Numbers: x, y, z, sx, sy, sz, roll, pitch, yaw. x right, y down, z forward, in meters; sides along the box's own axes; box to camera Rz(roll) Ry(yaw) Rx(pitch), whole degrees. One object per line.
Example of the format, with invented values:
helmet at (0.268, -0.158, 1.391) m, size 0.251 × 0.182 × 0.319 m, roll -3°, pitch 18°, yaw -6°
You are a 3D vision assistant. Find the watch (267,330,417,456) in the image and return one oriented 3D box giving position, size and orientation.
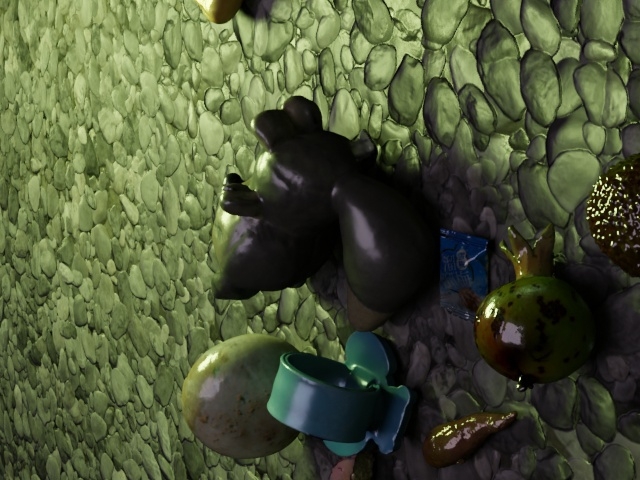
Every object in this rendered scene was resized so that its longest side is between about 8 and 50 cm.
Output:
watch at (0.023, 0.249, 1.814) m, size 0.211 × 0.193 × 0.211 m, roll -10°, pitch 76°, yaw 47°

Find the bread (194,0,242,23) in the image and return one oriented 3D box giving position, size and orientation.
bread at (-0.155, -0.535, 2.041) m, size 0.142 × 0.091 × 0.305 m, roll 49°, pitch 134°, yaw 28°

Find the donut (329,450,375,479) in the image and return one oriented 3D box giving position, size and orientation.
donut at (0.067, 0.437, 1.918) m, size 0.117 × 0.065 × 0.166 m, roll -34°, pitch 67°, yaw 50°

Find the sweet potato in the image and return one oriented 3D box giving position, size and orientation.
sweet potato at (0.206, 0.292, 1.692) m, size 0.226 × 0.068 × 0.068 m, roll -42°, pitch 62°, yaw 49°

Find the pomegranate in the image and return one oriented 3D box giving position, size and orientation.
pomegranate at (0.269, 0.085, 1.491) m, size 0.156 × 0.156 × 0.220 m, roll -29°, pitch 67°, yaw 54°

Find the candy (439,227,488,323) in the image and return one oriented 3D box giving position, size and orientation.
candy at (0.209, 0.054, 1.671) m, size 0.088 × 0.038 × 0.136 m, roll 15°, pitch 116°, yaw 40°

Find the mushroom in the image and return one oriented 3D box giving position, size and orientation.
mushroom at (-0.132, 0.259, 2.061) m, size 0.243 × 0.243 × 0.244 m, roll 14°, pitch 107°, yaw 54°

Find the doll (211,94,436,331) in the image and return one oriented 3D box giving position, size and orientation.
doll at (-0.027, 0.011, 1.827) m, size 0.379 × 0.252 × 0.382 m, roll 57°, pitch 144°, yaw 33°

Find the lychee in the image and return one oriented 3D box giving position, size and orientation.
lychee at (0.382, -0.031, 1.306) m, size 0.171 × 0.171 × 0.171 m, roll 14°, pitch 107°, yaw 54°
